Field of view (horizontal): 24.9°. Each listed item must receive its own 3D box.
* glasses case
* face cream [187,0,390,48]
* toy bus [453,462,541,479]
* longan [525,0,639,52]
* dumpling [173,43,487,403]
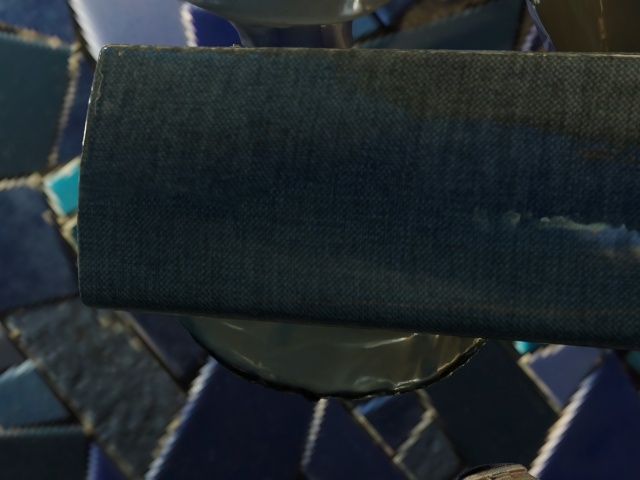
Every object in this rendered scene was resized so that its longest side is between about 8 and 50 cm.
[{"bbox_3d":[0.043,-0.010,0.343,0.205,0.070,0.047,4,180,21],"label":"glasses case"},{"bbox_3d":[-0.026,-0.300,0.839,0.235,0.137,0.420,20,127,36],"label":"face cream"},{"bbox_3d":[0.078,0.193,0.673,0.072,0.057,0.172,26,112,42],"label":"toy bus"},{"bbox_3d":[0.273,-0.125,0.514,0.436,0.403,0.404,19,172,-6],"label":"longan"},{"bbox_3d":[0.000,0.000,0.789,0.247,0.172,0.142,28,175,-23],"label":"dumpling"}]
